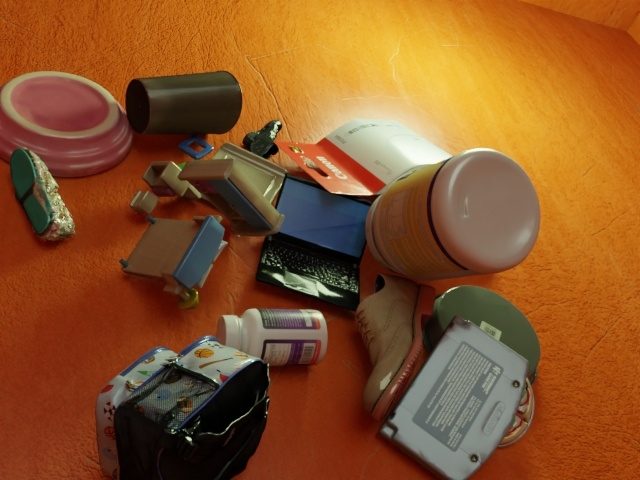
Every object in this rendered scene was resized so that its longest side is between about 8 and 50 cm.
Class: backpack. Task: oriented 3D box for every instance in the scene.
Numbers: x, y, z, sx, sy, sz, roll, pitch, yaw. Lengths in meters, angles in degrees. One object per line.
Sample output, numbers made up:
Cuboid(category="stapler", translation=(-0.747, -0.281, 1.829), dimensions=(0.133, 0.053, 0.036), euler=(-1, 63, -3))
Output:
Cuboid(category="backpack", translation=(-0.197, 0.280, 0.995), dimensions=(0.213, 0.276, 0.263), euler=(28, 36, 24))

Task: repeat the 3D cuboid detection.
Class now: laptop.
Cuboid(category="laptop", translation=(0.000, 0.000, 1.449), dimensions=(0.234, 0.136, 0.264), euler=(18, 31, -7))

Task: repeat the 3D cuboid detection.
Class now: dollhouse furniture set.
Cuboid(category="dollhouse furniture set", translation=(-0.271, 0.011, 1.354), dimensions=(0.286, 0.198, 0.303), euler=(3, 57, 38))

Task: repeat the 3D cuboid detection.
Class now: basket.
Cuboid(category="basket", translation=(-0.336, -0.327, 1.578), dimensions=(0.227, 0.204, 0.154), euler=(-13, 92, -41))

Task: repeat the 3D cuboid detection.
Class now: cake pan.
Cuboid(category="cake pan", translation=(0.367, 0.215, 1.472), dimensions=(0.293, 0.054, 0.293), euler=(14, 43, -13))

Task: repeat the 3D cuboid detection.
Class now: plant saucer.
Cuboid(category="plant saucer", translation=(-0.595, -0.283, 1.499), dimensions=(0.332, 0.084, 0.332), euler=(14, 42, -13))

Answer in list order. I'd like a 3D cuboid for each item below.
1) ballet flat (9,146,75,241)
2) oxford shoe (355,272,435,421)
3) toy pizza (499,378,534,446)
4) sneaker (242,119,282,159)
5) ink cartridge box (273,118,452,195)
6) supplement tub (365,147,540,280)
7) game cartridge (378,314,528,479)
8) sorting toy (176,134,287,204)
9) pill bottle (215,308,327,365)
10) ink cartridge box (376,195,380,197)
Cuboid(category="ballet flat", translation=(-0.563, -0.088, 1.328), dimensions=(0.077, 0.091, 0.241), euler=(20, 34, -56))
Cuboid(category="oxford shoe", translation=(0.125, 0.201, 1.317), dimensions=(0.147, 0.140, 0.397), euler=(24, 30, 4))
Cuboid(category="toy pizza", translation=(0.342, 0.312, 1.323), dimensions=(0.201, 0.032, 0.201), euler=(5, 64, -10))
Cuboid(category="sneaker", translation=(-0.138, -0.256, 1.722), dimensions=(0.089, 0.051, 0.170), euler=(40, 48, 17))
Cuboid(category="ink cartridge box", translation=(0.119, -0.222, 1.669), dimensions=(0.385, 0.091, 0.308), euler=(-3, 32, -33))
Cuboid(category="supplement tub", translation=(0.258, -0.040, 1.359), dimensions=(0.241, 0.331, 0.241), euler=(3, 82, -24))
Cuboid(category="game cartridge", translation=(0.269, 0.309, 1.261), dimensions=(0.198, 0.062, 0.297), euler=(37, 63, 7))
Cuboid(category="sorting toy", translation=(-0.191, -0.134, 1.571), dimensions=(0.348, 0.047, 0.196), euler=(25, 46, 1))
Cuboid(category="pill bottle", translation=(-0.094, 0.183, 1.237), dimensions=(0.194, 0.108, 0.108), euler=(4, 45, -23))
Cuboid(category="ink cartridge box", translation=(0.274, -0.116, 1.773), dimensions=(0.235, 0.056, 0.171), euler=(35, 41, 14))
